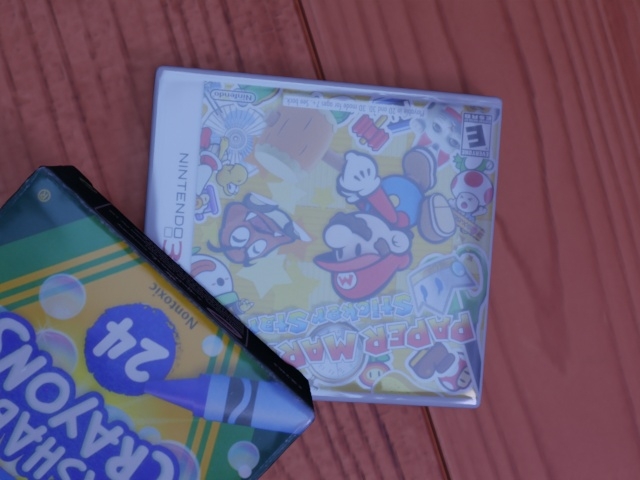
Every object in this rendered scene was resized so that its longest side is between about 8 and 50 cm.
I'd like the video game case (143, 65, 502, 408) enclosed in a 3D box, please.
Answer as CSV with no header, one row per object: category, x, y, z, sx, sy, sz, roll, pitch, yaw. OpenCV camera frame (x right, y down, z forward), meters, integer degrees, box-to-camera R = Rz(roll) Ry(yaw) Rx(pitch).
video game case,0.000,0.000,0.615,0.227,0.026,0.206,4,90,-8

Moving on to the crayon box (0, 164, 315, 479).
crayon box,-0.185,0.141,0.547,0.203,0.083,0.323,43,91,-6
